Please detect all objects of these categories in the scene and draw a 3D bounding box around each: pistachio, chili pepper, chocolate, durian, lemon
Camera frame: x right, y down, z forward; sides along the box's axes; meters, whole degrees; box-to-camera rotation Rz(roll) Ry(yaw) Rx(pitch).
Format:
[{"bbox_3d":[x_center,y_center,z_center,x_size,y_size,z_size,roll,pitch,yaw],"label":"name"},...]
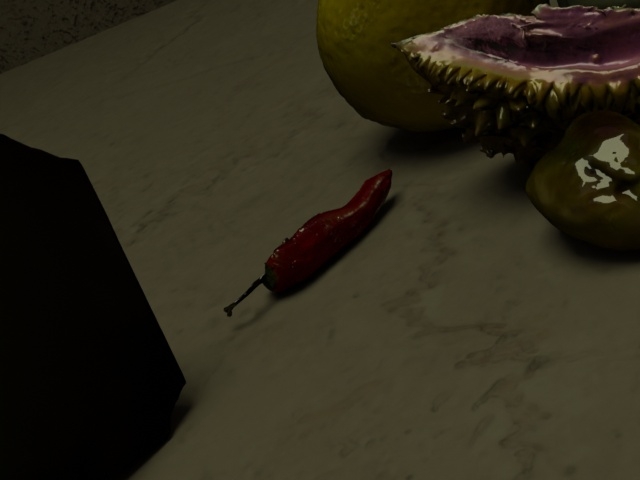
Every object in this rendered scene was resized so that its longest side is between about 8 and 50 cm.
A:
[{"bbox_3d":[0.239,-0.054,1.071,0.110,0.100,0.189,-22,24,-1],"label":"pistachio"},{"bbox_3d":[0.000,0.000,1.285,0.050,0.059,0.268,38,55,23],"label":"chili pepper"},{"bbox_3d":[-0.354,0.105,1.097,0.326,0.314,0.297,-32,10,-41],"label":"chocolate"},{"bbox_3d":[0.250,-0.134,1.173,0.341,0.191,0.112,-2,53,24],"label":"durian"},{"bbox_3d":[0.131,-0.264,1.429,0.293,0.293,0.293,-22,23,10],"label":"lemon"}]

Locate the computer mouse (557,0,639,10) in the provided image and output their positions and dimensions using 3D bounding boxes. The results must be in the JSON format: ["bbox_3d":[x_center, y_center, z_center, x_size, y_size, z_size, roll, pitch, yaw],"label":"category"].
[{"bbox_3d":[0.346,-0.262,1.268,0.145,0.228,0.429,-38,22,-2],"label":"computer mouse"}]
